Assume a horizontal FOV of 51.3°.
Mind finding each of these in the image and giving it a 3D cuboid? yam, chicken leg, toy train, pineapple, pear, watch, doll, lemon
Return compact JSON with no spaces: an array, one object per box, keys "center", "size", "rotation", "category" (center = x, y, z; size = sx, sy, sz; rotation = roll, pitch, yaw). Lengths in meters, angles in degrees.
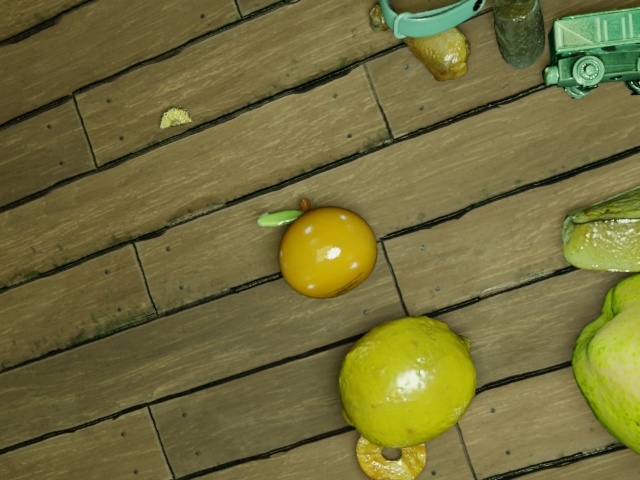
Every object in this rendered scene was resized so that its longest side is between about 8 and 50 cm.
[{"center":[0.394,-0.430,1.324],"size":[0.107,0.183,0.107],"rotation":[-4,77,19],"category":"yam"},{"center":[0.208,-0.426,1.399],"size":[0.252,0.087,0.107],"rotation":[34,87,15],"category":"chicken leg"},{"center":[0.575,-0.369,1.316],"size":[0.270,0.115,0.154],"rotation":[-5,82,11],"category":"toy train"},{"center":[-0.336,-0.286,1.540],"size":[0.083,0.019,0.045],"rotation":[-14,95,10],"category":"pineapple"},{"center":[0.651,0.232,1.200],"size":[0.392,0.391,0.390],"rotation":[0,92,11],"category":"pear"},{"center":[0.220,-0.506,1.360],"size":[0.237,0.068,0.195],"rotation":[-37,67,-15],"category":"watch"},{"center":[0.000,0.000,1.400],"size":[0.214,0.213,0.236],"rotation":[-33,72,10],"category":"doll"},{"center":[0.171,0.284,1.342],"size":[0.284,0.260,0.260],"rotation":[-11,90,12],"category":"lemon"}]

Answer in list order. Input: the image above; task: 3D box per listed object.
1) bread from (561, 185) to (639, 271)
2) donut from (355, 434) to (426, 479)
[{"center":[0.595,-0.021,1.288],"size":[0.257,0.186,0.123],"rotation":[-15,106,15],"category":"bread"},{"center":[0.155,0.454,1.448],"size":[0.152,0.058,0.151],"rotation":[0,92,10],"category":"donut"}]
